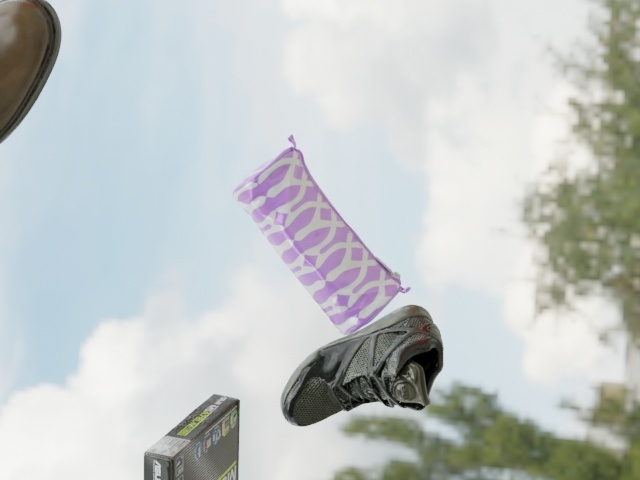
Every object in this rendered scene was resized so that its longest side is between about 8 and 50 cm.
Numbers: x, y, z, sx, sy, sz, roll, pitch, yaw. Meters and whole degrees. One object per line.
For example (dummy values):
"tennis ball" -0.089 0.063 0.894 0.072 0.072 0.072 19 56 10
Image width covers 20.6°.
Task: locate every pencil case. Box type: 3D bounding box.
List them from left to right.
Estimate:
"pencil case" 0.000 0.000 1.794 0.206 0.088 0.086 51 -165 -7

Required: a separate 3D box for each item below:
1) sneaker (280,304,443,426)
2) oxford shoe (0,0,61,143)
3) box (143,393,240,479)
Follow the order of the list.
"sneaker" 0.057 0.178 2.223 0.087 0.227 0.130 62 179 -31
"oxford shoe" -0.276 -0.091 1.236 0.083 0.227 0.096 51 -172 9
"box" -0.153 0.302 2.114 0.191 0.045 0.184 -36 -50 -62
